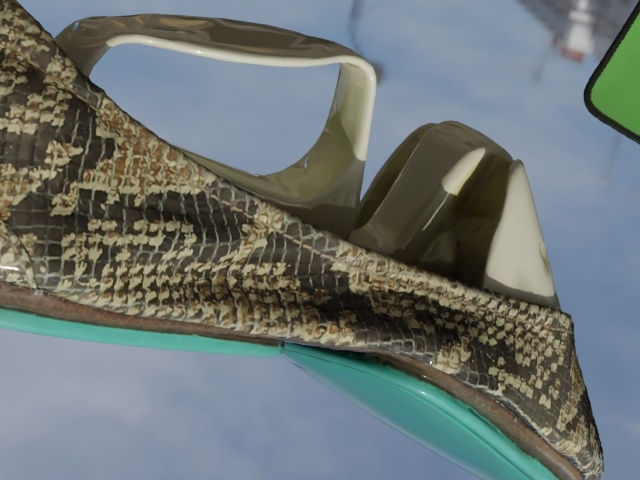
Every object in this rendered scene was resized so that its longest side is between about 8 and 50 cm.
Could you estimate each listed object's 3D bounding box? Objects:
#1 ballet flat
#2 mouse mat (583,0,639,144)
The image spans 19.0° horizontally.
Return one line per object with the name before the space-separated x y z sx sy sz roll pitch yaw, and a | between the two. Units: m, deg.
ballet flat | 0.000 0.000 0.918 0.483 0.182 0.164 23 176 -40
mouse mat | 0.254 -0.117 1.057 0.153 0.189 0.007 31 -176 -5
